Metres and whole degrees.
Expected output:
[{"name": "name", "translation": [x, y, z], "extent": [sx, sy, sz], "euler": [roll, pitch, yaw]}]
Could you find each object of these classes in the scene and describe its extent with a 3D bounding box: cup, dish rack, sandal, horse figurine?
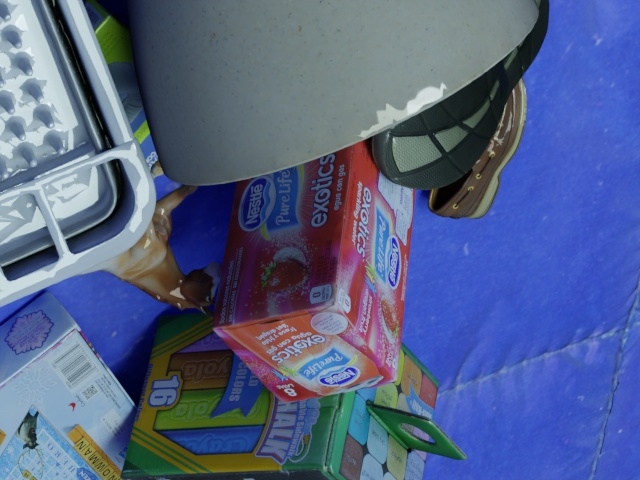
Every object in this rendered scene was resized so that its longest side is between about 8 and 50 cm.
[{"name": "cup", "translation": [-0.025, -0.224, 1.567], "extent": [0.331, 0.331, 0.237], "euler": [-31, 108, -16]}, {"name": "dish rack", "translation": [-0.304, -0.099, 1.525], "extent": [0.285, 0.072, 0.333], "euler": [-23, 122, -8]}, {"name": "sandal", "translation": [0.122, -0.154, 1.822], "extent": [0.303, 0.086, 0.120], "euler": [-53, 143, -40]}, {"name": "horse figurine", "translation": [-0.200, -0.012, 1.708], "extent": [0.263, 0.066, 0.174], "euler": [0, 136, -21]}]

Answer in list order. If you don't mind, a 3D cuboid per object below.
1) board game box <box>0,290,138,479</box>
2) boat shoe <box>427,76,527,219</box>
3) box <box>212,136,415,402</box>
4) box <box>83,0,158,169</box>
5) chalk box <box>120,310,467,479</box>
[{"name": "board game box", "translation": [-0.303, 0.248, 1.857], "extent": [0.318, 0.066, 0.318], "euler": [-37, 137, -9]}, {"name": "boat shoe", "translation": [0.153, -0.095, 1.951], "extent": [0.060, 0.064, 0.178], "euler": [-8, 128, -36]}, {"name": "box", "translation": [0.000, 0.000, 1.750], "extent": [0.123, 0.257, 0.128], "euler": [-13, 139, 25]}, {"name": "box", "translation": [-0.169, -0.118, 1.697], "extent": [0.109, 0.042, 0.178], "euler": [-49, 137, 4]}, {"name": "chalk box", "translation": [-0.006, 0.173, 1.840], "extent": [0.180, 0.289, 0.179], "euler": [49, 44, -48]}]
